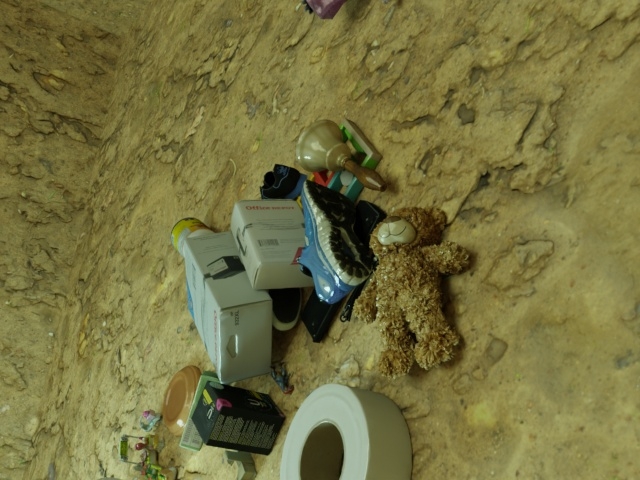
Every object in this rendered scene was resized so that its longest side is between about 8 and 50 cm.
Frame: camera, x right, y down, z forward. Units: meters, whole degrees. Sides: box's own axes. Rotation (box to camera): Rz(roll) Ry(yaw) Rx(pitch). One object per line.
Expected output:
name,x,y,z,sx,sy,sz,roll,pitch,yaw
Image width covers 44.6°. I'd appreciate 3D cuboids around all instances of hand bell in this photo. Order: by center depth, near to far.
hand bell,0.062,-0.162,1.676,0.242,0.126,0.126,39,107,46

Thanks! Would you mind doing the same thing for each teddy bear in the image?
teddy bear,0.155,0.083,1.406,0.245,0.113,0.338,-12,63,54

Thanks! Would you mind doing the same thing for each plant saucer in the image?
plant saucer,-0.392,0.446,2.186,0.200,0.037,0.200,-35,45,45

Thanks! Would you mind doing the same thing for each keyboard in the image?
keyboard,0.057,0.077,1.655,0.317,0.033,0.201,-64,25,14

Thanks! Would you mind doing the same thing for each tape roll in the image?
tape roll,0.039,0.408,1.422,0.286,0.100,0.286,-35,46,46

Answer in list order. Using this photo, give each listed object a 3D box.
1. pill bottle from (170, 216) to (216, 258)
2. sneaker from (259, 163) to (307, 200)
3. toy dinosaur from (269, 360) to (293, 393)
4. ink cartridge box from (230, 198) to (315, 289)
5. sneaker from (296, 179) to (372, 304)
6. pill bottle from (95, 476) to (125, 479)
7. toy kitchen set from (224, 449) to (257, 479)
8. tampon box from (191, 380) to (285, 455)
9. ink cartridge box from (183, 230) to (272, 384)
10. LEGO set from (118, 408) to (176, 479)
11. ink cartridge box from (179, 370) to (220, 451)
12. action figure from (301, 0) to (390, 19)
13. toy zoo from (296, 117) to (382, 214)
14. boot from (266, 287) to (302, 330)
pill bottle,-0.364,0.010,2.311,0.215,0.117,0.117,32,101,60
sneaker,-0.117,-0.125,1.976,0.232,0.090,0.081,-42,26,54
toy dinosaur,-0.084,0.315,1.765,0.090,0.047,0.082,86,167,-59
ink cartridge box,-0.103,0.006,1.790,0.218,0.158,0.092,-114,32,-42
sneaker,0.000,0.000,1.640,0.147,0.129,0.330,-52,31,30
pill bottle,-0.629,0.868,2.142,0.408,0.229,0.229,-63,30,12
toy kitchen set,-0.199,0.524,1.784,0.075,0.068,0.083,-61,31,18
tampon box,-0.185,0.396,1.741,0.120,0.161,0.101,35,104,59
ink cartridge box,-0.221,0.153,1.853,0.307,0.129,0.223,-127,33,-51
LEGO set,-0.495,0.607,2.193,0.132,0.107,0.287,-61,31,17
ink cartridge box,-0.279,0.403,1.897,0.235,0.056,0.171,136,150,-85
action figure,0.113,-0.696,1.928,0.370,0.248,0.275,-18,14,40
toy zoo,0.025,-0.119,1.822,0.293,0.030,0.192,-58,32,21
boot,-0.120,0.136,1.882,0.176,0.088,0.244,121,144,-47
